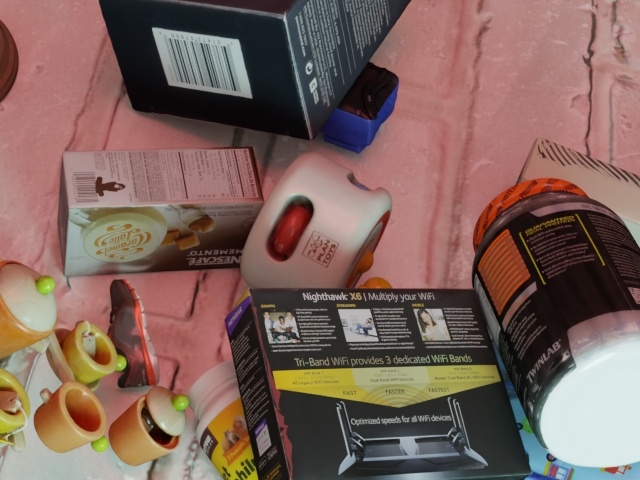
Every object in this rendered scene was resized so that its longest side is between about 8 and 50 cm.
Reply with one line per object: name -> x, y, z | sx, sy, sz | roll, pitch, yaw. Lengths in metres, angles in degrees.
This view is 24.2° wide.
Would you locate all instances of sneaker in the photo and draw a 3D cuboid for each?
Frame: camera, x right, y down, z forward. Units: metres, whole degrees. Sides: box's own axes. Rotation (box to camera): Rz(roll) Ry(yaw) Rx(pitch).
sneaker -> -0.246, 0.113, 1.840 | 0.064, 0.061, 0.158 | -13, 56, -14

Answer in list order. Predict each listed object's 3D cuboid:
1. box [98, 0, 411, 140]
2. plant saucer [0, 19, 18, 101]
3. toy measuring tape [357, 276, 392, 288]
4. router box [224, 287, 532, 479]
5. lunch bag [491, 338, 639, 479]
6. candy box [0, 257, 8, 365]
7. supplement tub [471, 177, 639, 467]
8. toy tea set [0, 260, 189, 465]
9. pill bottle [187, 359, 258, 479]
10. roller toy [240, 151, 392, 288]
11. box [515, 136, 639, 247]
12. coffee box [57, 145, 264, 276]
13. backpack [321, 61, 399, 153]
box -> -0.072, -0.356, 2.095 | 0.293, 0.212, 0.395 | 12, 47, 26
plant saucer -> -0.561, -0.265, 2.079 | 0.277, 0.041, 0.278 | 7, 51, -9
toy measuring tape -> 0.065, 0.192, 1.820 | 0.121, 0.121, 0.330 | 3, 61, -11
router box -> 0.064, 0.177, 1.697 | 0.308, 0.081, 0.243 | 2, 59, -27
lunch bag -> 0.282, 0.225, 1.838 | 0.293, 0.138, 0.221 | 25, 53, 19
candy box -> -0.450, 0.100, 1.682 | 0.183, 0.087, 0.316 | 35, 25, -3
supplement tub -> 0.302, 0.086, 1.761 | 0.207, 0.207, 0.338 | 0, 37, -13
toy tea set -> -0.266, 0.140, 1.660 | 0.336, 0.124, 0.200 | 24, 39, -51
pill bottle -> -0.065, 0.244, 1.737 | 0.117, 0.117, 0.215 | -24, 61, -28
roller toy -> 0.000, 0.000, 1.897 | 0.146, 0.191, 0.209 | 28, 51, 9
box -> 0.401, -0.033, 2.067 | 0.275, 0.113, 0.094 | 22, 50, 3
coffee box -> -0.207, -0.038, 1.914 | 0.246, 0.141, 0.098 | -2, 52, -16
backpack -> 0.051, -0.192, 2.118 | 0.098, 0.101, 0.120 | 25, 52, 10
